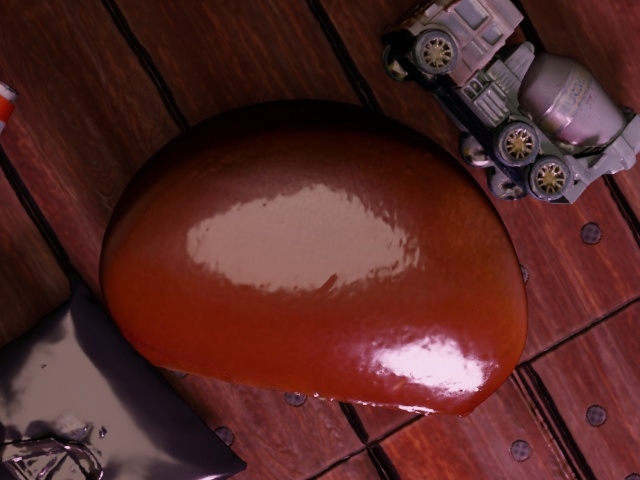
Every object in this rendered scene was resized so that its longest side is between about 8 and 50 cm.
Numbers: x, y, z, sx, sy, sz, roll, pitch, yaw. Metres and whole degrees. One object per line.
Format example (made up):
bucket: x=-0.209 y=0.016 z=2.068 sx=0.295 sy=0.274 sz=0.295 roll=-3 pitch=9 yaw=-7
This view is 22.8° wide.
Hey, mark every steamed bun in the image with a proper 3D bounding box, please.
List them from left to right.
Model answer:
steamed bun: x=0.000 y=0.000 z=1.428 sx=0.379 sy=0.235 sz=0.248 roll=11 pitch=101 yaw=-6

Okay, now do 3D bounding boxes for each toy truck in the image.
toy truck: x=0.184 y=-0.140 z=1.492 sx=0.140 sy=0.108 sz=0.256 roll=-45 pitch=102 yaw=-10

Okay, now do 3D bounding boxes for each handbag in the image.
handbag: x=-0.230 y=0.192 z=1.518 sx=0.211 sy=0.089 sz=0.254 roll=-41 pitch=99 yaw=-3

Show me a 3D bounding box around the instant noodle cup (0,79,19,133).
instant noodle cup: x=-0.431 y=-0.059 z=1.388 sx=0.294 sy=0.294 sz=0.308 roll=35 pitch=87 yaw=-9
